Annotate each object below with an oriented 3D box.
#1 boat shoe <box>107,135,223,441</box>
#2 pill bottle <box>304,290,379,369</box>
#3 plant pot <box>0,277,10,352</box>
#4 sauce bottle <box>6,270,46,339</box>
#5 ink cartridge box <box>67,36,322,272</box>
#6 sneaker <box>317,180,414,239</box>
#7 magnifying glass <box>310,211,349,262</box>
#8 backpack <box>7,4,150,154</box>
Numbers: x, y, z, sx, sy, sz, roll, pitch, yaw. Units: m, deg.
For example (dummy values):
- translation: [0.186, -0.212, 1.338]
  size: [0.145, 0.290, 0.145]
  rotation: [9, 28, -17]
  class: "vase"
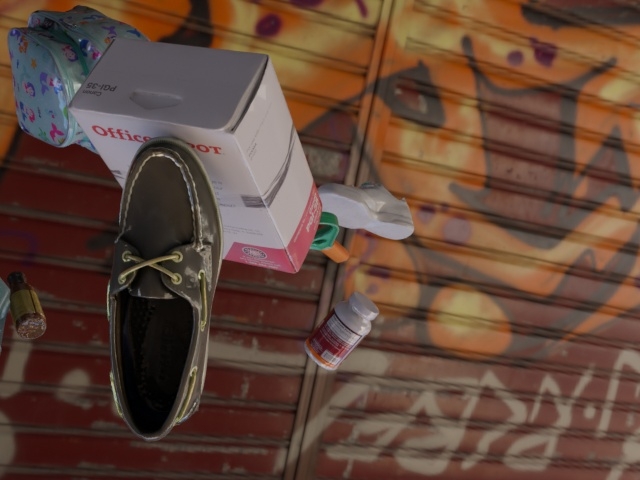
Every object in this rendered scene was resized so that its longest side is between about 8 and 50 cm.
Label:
- translation: [-0.159, 0.050, 0.775]
  size: [0.109, 0.305, 0.091]
  rotation: [3, -170, 1]
  class: "boat shoe"
- translation: [0.044, 0.176, 1.516]
  size: [0.086, 0.152, 0.086]
  rotation: [36, -164, -12]
  class: "pill bottle"
- translation: [-0.528, 0.111, 0.929]
  size: [0.252, 0.248, 0.247]
  rotation: [20, -138, -12]
  class: "plant pot"
- translation: [-0.412, 0.087, 1.069]
  size: [0.042, 0.042, 0.128]
  rotation: [8, -156, -33]
  class: "sauce bottle"
- translation: [-0.131, -0.093, 0.913]
  size: [0.207, 0.117, 0.283]
  rotation: [11, 151, 20]
  class: "ink cartridge box"
- translation: [0.076, -0.072, 1.376]
  size: [0.212, 0.094, 0.080]
  rotation: [20, 145, -34]
  class: "sneaker"
- translation: [0.000, 0.000, 1.162]
  size: [0.092, 0.026, 0.231]
  rotation: [-16, 164, 13]
  class: "magnifying glass"
- translation: [-0.377, -0.254, 1.254]
  size: [0.254, 0.225, 0.191]
  rotation: [24, -144, 27]
  class: "backpack"
